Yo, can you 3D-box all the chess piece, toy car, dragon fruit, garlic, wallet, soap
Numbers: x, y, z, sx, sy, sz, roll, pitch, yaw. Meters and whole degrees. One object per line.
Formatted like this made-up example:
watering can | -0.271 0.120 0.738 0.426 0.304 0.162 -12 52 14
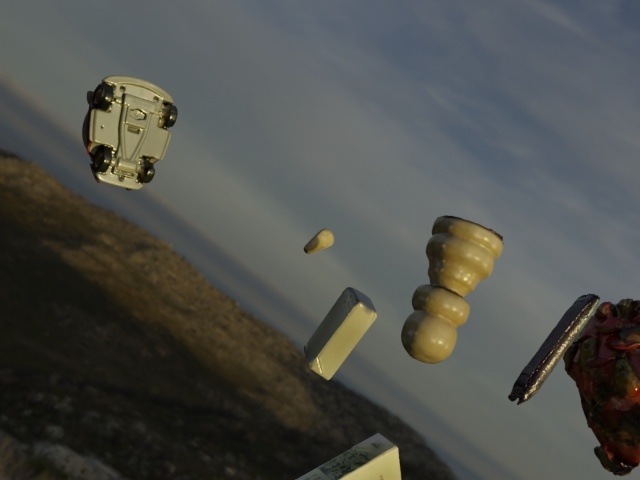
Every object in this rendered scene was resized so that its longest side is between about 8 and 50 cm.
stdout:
chess piece | 0.225 0.096 1.719 0.143 0.261 0.143 23 -15 6
toy car | -0.263 -0.137 1.227 0.112 0.139 0.112 15 -6 -36
dragon fruit | 0.590 0.241 1.796 0.263 0.296 0.314 46 43 17
garlic | 0.000 0.001 2.051 0.053 0.083 0.041 -22 -81 54
wallet | 0.301 0.141 1.229 0.030 0.166 0.111 35 -7 13
soap | 0.040 0.197 2.041 0.064 0.183 0.121 34 9 -14

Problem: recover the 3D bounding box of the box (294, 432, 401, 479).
box | 0.047 0.525 1.929 0.069 0.256 0.164 26 -50 49
